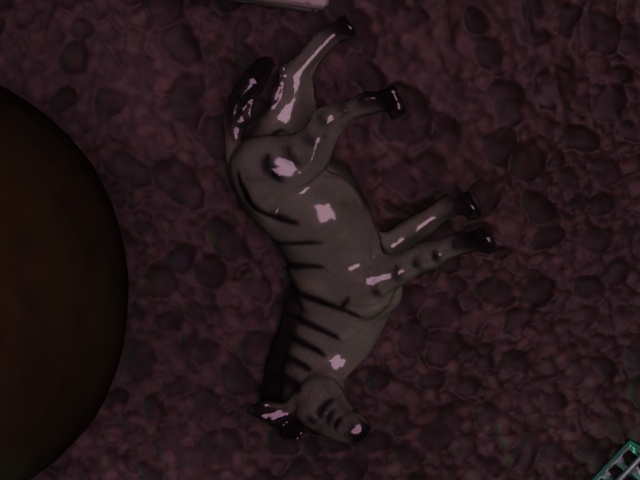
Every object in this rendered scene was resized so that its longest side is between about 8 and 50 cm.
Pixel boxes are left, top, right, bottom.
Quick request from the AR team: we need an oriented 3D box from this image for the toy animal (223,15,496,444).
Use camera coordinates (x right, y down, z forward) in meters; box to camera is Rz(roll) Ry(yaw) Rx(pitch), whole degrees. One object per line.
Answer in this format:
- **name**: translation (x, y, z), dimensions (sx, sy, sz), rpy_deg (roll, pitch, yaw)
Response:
- **toy animal**: translation (0.001, 0.000, 0.956), dimensions (0.176, 0.073, 0.217), rpy_deg (-31, 95, 10)

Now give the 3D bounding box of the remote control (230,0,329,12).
- **remote control**: translation (-0.032, -0.274, 0.934), dimensions (0.103, 0.055, 0.277), rpy_deg (6, 93, -9)

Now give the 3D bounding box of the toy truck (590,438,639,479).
- **toy truck**: translation (0.239, 0.159, 1.002), dimensions (0.115, 0.080, 0.178), rpy_deg (45, 89, 0)

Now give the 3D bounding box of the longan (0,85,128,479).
- **longan**: translation (-0.224, 0.033, 0.836), dimensions (0.258, 0.258, 0.258), rpy_deg (-1, 95, -9)
